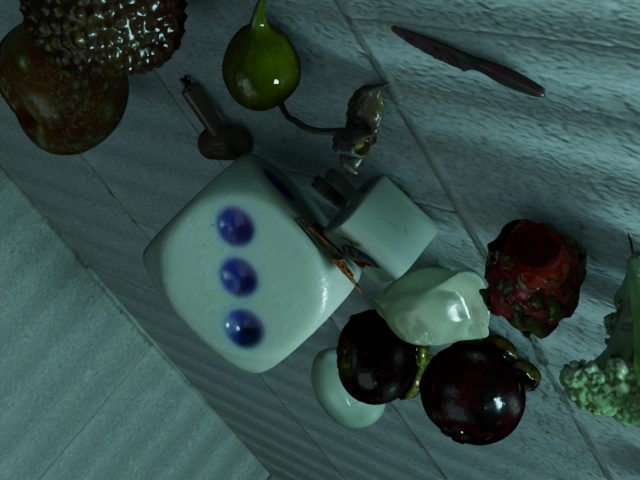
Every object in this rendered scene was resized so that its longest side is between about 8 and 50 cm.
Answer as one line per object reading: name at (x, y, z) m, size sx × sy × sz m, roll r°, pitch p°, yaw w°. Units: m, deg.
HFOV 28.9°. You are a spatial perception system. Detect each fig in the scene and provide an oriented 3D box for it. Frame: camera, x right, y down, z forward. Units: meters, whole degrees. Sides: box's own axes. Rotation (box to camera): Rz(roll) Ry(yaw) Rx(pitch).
fig at (-0.086, -0.299, 1.844) m, size 0.124 × 0.124 × 0.236 m, roll 32°, pitch 144°, yaw 20°

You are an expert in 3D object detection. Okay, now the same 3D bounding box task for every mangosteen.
mangosteen at (0.280, 0.269, 2.242) m, size 0.210 × 0.210 × 0.210 m, roll 34°, pitch 159°, yaw 15°
mangosteen at (0.139, 0.237, 2.496) m, size 0.217 × 0.192 × 0.192 m, roll 5°, pitch 170°, yaw -20°

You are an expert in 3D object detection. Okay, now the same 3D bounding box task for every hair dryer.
hair dryer at (-0.207, -0.226, 2.272) m, size 0.117 × 0.064 × 0.182 m, roll 7°, pitch 134°, yaw 54°

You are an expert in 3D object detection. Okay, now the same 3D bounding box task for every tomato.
tomato at (-0.482, -0.303, 2.348) m, size 0.270 × 0.222 × 0.270 m, roll 48°, pitch 155°, yaw 30°

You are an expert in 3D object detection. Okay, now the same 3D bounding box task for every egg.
egg at (0.062, 0.335, 2.837) m, size 0.209 × 0.151 × 0.151 m, roll 52°, pitch 157°, yaw -15°

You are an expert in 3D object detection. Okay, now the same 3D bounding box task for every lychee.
lychee at (-0.330, -0.378, 1.897) m, size 0.267 × 0.267 × 0.267 m, roll 34°, pitch 159°, yaw 15°

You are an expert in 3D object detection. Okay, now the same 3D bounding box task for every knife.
knife at (0.190, -0.234, 1.616) m, size 0.247 × 0.018 × 0.035 m, roll 30°, pitch 161°, yaw 32°

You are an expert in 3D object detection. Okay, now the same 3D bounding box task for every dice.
dice at (-0.119, 0.039, 2.193) m, size 0.304 × 0.277 × 0.304 m, roll 45°, pitch -167°, yaw -3°

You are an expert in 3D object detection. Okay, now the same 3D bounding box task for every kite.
kite at (0.001, -0.001, 2.065) m, size 0.125 × 0.008 × 0.222 m, roll 37°, pitch -166°, yaw -31°

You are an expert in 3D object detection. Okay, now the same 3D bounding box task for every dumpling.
dumpling at (0.198, 0.122, 2.189) m, size 0.250 × 0.132 × 0.162 m, roll -15°, pitch 118°, yaw 44°

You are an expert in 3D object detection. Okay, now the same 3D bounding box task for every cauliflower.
cauliflower at (0.459, 0.132, 1.713) m, size 0.256 × 0.239 × 0.316 m, roll 3°, pitch 107°, yaw 39°

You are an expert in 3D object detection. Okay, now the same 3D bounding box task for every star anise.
star anise at (-0.002, -0.201, 1.892) m, size 0.227 × 0.218 × 0.148 m, roll 17°, pitch 111°, yaw 18°

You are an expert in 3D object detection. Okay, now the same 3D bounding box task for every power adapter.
power adapter at (0.074, -0.041, 2.060) m, size 0.205 × 0.125 × 0.130 m, roll 42°, pitch 162°, yaw -8°

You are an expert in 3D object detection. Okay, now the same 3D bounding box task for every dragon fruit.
dragon fruit at (0.313, 0.059, 1.828) m, size 0.160 × 0.167 × 0.172 m, roll -2°, pitch 140°, yaw 0°
